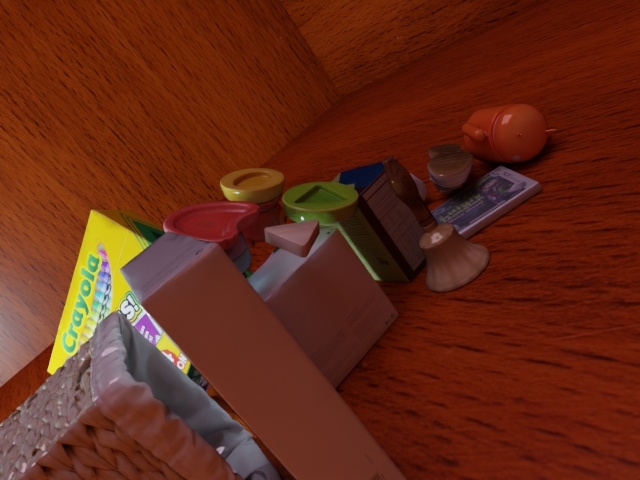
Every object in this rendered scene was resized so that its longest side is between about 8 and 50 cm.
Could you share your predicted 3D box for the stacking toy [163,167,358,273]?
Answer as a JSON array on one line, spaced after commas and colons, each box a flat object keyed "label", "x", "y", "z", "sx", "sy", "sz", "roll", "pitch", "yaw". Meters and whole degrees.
[{"label": "stacking toy", "x": -0.091, "y": -0.007, "z": 0.900, "sx": 0.279, "sy": 0.130, "sz": 0.309, "roll": 10, "pitch": 30, "yaw": 22}]

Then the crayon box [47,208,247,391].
[{"label": "crayon box", "x": -0.343, "y": 0.164, "z": 1.003, "sx": 0.106, "sy": 0.313, "sz": 0.363, "roll": -9, "pitch": -58, "yaw": -66}]

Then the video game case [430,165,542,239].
[{"label": "video game case", "x": 0.327, "y": -0.078, "z": 1.068, "sx": 0.190, "sy": 0.022, "sz": 0.173, "roll": -35, "pitch": 18, "yaw": 7}]

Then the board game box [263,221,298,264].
[{"label": "board game box", "x": 0.000, "y": 0.000, "z": 1.311, "sx": 0.318, "sy": 0.066, "sz": 0.319, "roll": -55, "pitch": 23, "yaw": -17}]

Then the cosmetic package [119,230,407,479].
[{"label": "cosmetic package", "x": -0.081, "y": 0.164, "z": 0.648, "sx": 0.097, "sy": 0.377, "sz": 0.284, "roll": -41, "pitch": 18, "yaw": -15}]

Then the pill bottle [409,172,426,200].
[{"label": "pill bottle", "x": 0.195, "y": -0.126, "z": 1.309, "sx": 0.094, "sy": 0.094, "sz": 0.169, "roll": -39, "pitch": 19, "yaw": -8}]

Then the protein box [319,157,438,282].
[{"label": "protein box", "x": 0.108, "y": -0.036, "z": 1.074, "sx": 0.136, "sy": 0.201, "sz": 0.200, "roll": -45, "pitch": 20, "yaw": -23}]

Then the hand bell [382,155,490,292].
[{"label": "hand bell", "x": 0.178, "y": -0.041, "z": 0.897, "sx": 0.126, "sy": 0.242, "sz": 0.126, "roll": -32, "pitch": 19, "yaw": 12}]

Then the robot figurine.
[{"label": "robot figurine", "x": 0.401, "y": -0.232, "z": 1.143, "sx": 0.128, "sy": 0.158, "sz": 0.219, "roll": -55, "pitch": 20, "yaw": -3}]

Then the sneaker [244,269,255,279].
[{"label": "sneaker", "x": -0.217, "y": 0.165, "z": 1.325, "sx": 0.343, "sy": 0.146, "sz": 0.134, "roll": -32, "pitch": 38, "yaw": 59}]

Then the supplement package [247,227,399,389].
[{"label": "supplement package", "x": -0.013, "y": 0.117, "z": 0.918, "sx": 0.194, "sy": 0.203, "sz": 0.149, "roll": -44, "pitch": 20, "yaw": -24}]

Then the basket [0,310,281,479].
[{"label": "basket", "x": -0.241, "y": 0.311, "z": 0.663, "sx": 0.266, "sy": 0.331, "sz": 0.328, "roll": -43, "pitch": 19, "yaw": -14}]

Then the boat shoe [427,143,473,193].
[{"label": "boat shoe", "x": 0.299, "y": -0.153, "z": 1.198, "sx": 0.098, "sy": 0.096, "sz": 0.277, "roll": -6, "pitch": 19, "yaw": 14}]
